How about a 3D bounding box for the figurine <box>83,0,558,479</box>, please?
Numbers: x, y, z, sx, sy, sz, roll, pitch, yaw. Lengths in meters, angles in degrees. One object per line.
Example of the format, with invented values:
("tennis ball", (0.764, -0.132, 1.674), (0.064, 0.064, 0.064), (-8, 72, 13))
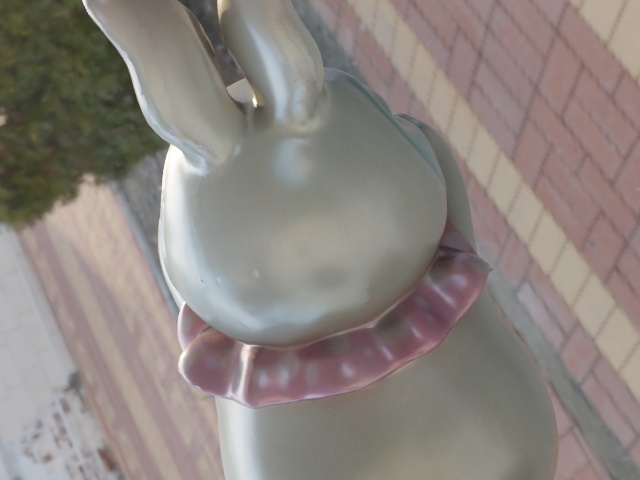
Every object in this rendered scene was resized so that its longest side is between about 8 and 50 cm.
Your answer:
("figurine", (0.000, 0.000, 0.427), (0.155, 0.127, 0.236), (-64, -42, -62))
